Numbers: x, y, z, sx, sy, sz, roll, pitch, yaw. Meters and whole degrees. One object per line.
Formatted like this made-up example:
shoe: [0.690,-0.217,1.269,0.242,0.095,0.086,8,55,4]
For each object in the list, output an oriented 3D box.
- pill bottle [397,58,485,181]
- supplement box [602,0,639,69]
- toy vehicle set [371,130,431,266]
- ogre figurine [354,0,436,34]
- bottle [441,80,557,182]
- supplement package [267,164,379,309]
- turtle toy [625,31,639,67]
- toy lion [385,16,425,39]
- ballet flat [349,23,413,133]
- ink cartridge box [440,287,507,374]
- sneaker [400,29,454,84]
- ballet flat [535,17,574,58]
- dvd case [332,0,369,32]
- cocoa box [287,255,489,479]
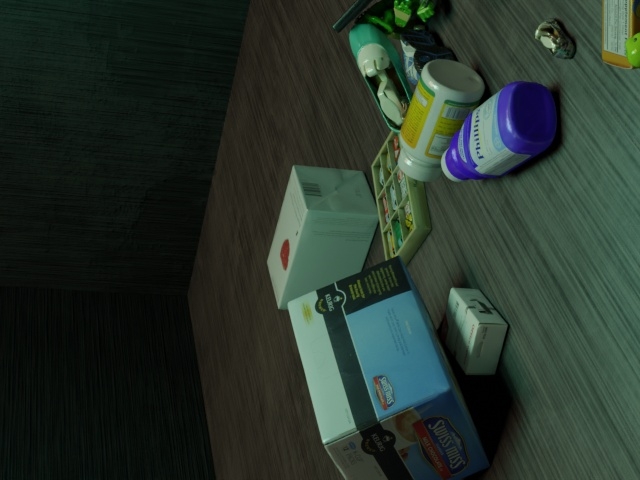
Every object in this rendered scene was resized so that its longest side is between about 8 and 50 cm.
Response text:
pill bottle: [0.212,-0.213,2.036,0.118,0.117,0.208,-105,25,-47]
supplement box: [0.406,-0.338,1.414,0.080,0.078,0.233,-133,35,-61]
toy vehicle set: [0.163,-0.092,2.300,0.166,0.035,0.267,118,151,-53]
ogre figurine: [0.164,-0.470,2.233,0.118,0.097,0.197,-56,13,-30]
bottle: [0.282,-0.164,1.832,0.283,0.092,0.118,145,126,-68]
supplement package: [0.000,0.000,2.571,0.177,0.175,0.293,-108,27,-49]
turtle toy: [0.426,-0.205,1.367,0.130,0.066,0.095,55,145,26]
toy lion: [0.157,-0.434,2.297,0.100,0.096,0.034,-114,19,-57]
ballet flat: [0.128,-0.319,2.216,0.247,0.083,0.087,61,-156,-7]
ink cartridge box: [0.258,0.153,1.894,0.135,0.056,0.099,-119,37,-62]
sneaker: [0.210,-0.335,2.170,0.211,0.080,0.081,-106,9,-55]
ballet flat: [0.354,-0.315,1.729,0.114,0.041,0.041,-111,30,-55]
dvd case: [0.112,-0.512,2.286,0.180,0.022,0.253,-43,6,22]
cocoa box: [0.112,0.243,1.929,0.347,0.228,0.231,-107,-8,-50]
